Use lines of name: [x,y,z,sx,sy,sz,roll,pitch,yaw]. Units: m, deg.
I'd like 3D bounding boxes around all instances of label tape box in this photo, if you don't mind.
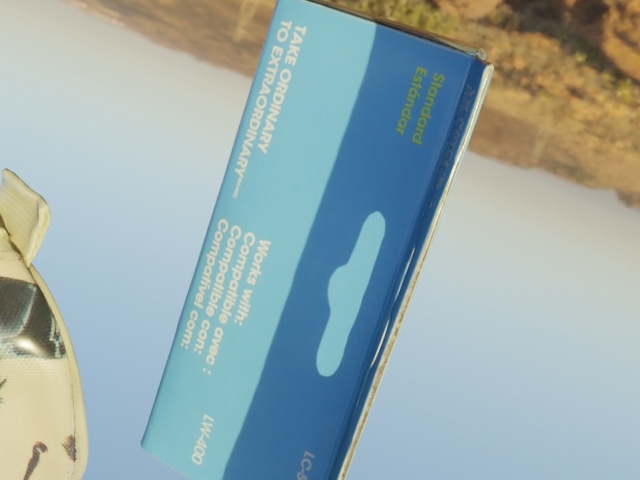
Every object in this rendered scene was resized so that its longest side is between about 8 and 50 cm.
label tape box: [0.000,0.000,0.583,0.106,0.240,0.333,19,-169,5]

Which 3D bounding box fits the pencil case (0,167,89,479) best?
pencil case: [-0.310,0.083,0.473,0.410,0.183,0.160,-14,-150,-33]
